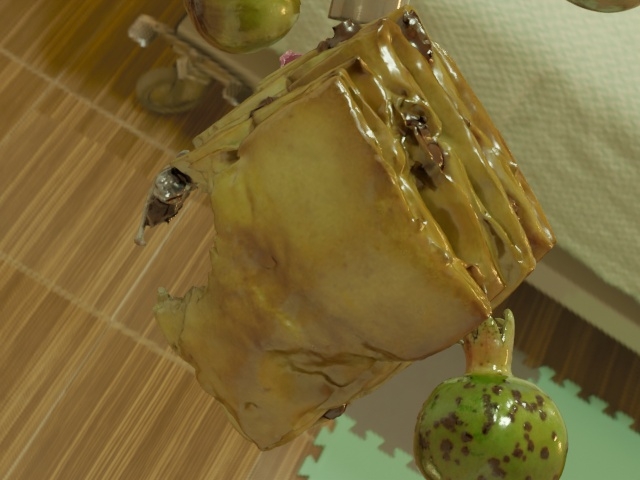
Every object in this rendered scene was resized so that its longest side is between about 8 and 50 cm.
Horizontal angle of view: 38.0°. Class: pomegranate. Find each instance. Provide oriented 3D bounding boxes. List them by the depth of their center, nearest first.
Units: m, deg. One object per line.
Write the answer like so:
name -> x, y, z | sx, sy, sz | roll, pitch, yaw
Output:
pomegranate -> 0.233, 0.264, 1.392 | 0.230, 0.231, 0.286 | -16, 72, -24

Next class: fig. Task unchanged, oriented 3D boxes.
fig -> -0.105, -0.298, 1.142 | 0.153, 0.136, 0.120 | 46, 59, 5

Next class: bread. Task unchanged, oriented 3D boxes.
bread -> 0.000, 0.000, 0.848 | 0.370, 0.191, 0.314 | -33, 94, 15

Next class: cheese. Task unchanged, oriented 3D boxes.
cheese -> -0.023, -0.273, 1.654 | 0.095, 0.038, 0.145 | -47, 111, -32

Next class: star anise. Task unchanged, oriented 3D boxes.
star anise -> -0.245, -0.100, 1.626 | 0.262, 0.230, 0.081 | -44, 97, -17

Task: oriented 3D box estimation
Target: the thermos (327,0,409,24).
thermos -> 0.063, -0.385, 1.239 | 0.137, 0.105, 0.193 | 16, 104, 21

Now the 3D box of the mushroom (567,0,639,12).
mushroom -> 0.378, -0.430, 1.093 | 0.289, 0.297, 0.298 | -16, 72, -4
